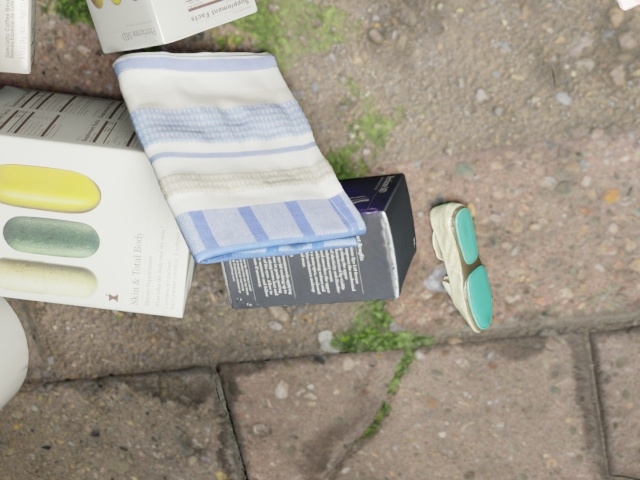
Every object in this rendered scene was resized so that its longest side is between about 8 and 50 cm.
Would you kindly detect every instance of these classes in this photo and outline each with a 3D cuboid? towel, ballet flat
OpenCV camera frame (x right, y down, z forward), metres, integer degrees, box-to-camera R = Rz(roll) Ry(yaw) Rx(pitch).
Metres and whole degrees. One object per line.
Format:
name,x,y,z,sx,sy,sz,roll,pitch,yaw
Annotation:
towel,-0.089,-0.101,1.064,0.285,0.209,0.034,64,143,29
ballet flat,0.171,0.032,1.209,0.052,0.057,0.168,1,110,43

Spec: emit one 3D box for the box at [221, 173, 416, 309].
box,0.000,0.000,1.175,0.207,0.153,0.108,-6,109,14

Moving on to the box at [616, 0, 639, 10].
box,0.306,-0.373,0.968,0.122,0.128,0.257,-21,104,20

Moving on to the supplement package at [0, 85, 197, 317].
supplement package,-0.274,-0.050,1.169,0.262,0.198,0.199,7,113,-3

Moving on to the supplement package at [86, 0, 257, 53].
supplement package,-0.189,-0.342,1.069,0.139,0.134,0.244,5,117,50

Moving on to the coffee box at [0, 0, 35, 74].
coffee box,-0.411,-0.351,1.126,0.168,0.119,0.297,3,113,-14

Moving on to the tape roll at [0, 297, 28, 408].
tape roll,-0.556,0.176,1.368,0.246,0.169,0.246,4,111,12
